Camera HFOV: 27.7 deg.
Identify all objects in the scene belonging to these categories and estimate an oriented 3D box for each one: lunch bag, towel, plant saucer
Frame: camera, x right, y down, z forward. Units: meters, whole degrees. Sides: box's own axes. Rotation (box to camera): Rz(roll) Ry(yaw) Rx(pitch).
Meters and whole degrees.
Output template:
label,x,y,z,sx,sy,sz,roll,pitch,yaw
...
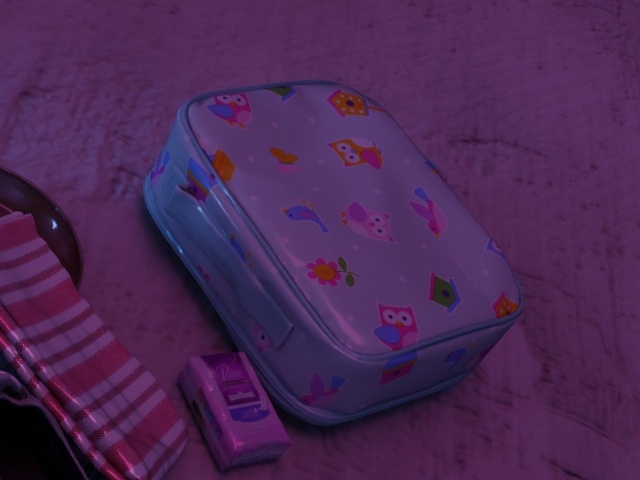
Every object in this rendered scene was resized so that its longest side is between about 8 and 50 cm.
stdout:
label,x,y,z,sx,sy,sz,roll,pitch,yaw
lunch bag,0.000,0.000,1.002,0.224,0.108,0.279,-16,58,-39
towel,-0.153,0.067,0.805,0.197,0.029,0.144,51,7,-2
plant saucer,-0.248,0.009,0.892,0.168,0.029,0.168,18,40,-17

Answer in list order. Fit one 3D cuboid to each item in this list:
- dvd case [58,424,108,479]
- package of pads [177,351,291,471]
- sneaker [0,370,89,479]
label,x,y,z,sx,sy,sz,roll,pitch,yaw
dvd case,-0.217,0.188,0.733,0.180,0.022,0.253,26,40,-6
package of pads,-0.060,0.118,0.901,0.050,0.032,0.083,-3,51,-39
sneaker,-0.203,0.093,0.731,0.281,0.115,0.105,43,41,14
